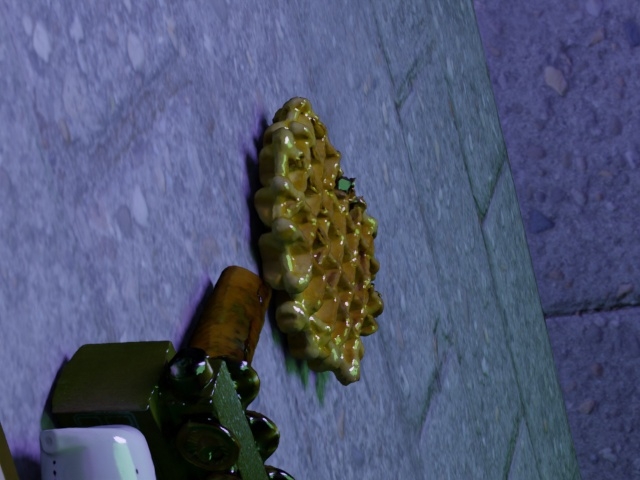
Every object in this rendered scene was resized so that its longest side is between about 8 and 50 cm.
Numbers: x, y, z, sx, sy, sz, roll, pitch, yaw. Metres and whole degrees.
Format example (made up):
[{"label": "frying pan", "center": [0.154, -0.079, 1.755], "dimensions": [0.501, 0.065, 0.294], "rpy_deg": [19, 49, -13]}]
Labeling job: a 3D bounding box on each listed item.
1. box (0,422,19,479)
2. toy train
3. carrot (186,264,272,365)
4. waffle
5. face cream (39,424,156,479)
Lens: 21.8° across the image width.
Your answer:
[{"label": "box", "center": [-0.285, 0.104, 0.706], "dimensions": [0.373, 0.138, 0.420], "rpy_deg": [-57, 136, -64]}, {"label": "toy train", "center": [-0.102, 0.170, 1.251], "dimensions": [0.090, 0.137, 0.225], "rpy_deg": [-74, 154, -48]}, {"label": "carrot", "center": [-0.089, 0.114, 1.427], "dimensions": [0.260, 0.070, 0.070], "rpy_deg": [-76, 151, -55]}, {"label": "waffle", "center": [-0.002, 0.000, 1.759], "dimensions": [0.283, 0.065, 0.309], "rpy_deg": [-27, 111, -69]}, {"label": "face cream", "center": [-0.135, 0.295, 1.141], "dimensions": [0.102, 0.102, 0.345], "rpy_deg": [-4, 87, -72]}]
